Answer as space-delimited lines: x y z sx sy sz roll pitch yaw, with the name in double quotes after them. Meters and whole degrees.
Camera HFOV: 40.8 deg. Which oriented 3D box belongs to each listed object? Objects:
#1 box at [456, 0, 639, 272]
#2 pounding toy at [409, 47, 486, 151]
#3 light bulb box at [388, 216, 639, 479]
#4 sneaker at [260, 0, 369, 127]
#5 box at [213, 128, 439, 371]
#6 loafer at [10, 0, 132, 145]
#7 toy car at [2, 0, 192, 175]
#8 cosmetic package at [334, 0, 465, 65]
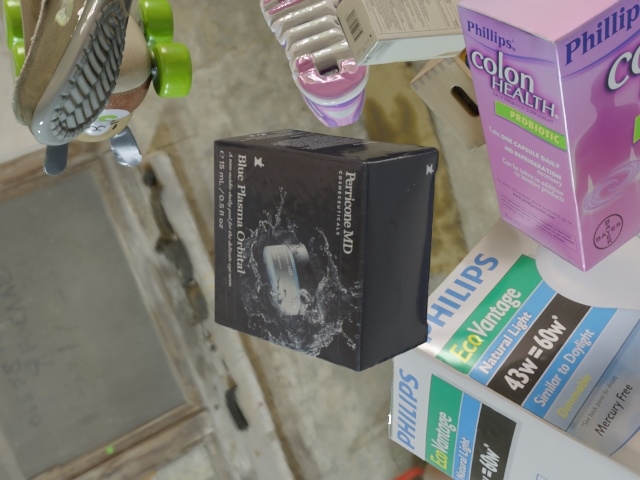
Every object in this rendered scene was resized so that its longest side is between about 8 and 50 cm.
0.256 -0.137 0.748 0.117 0.213 0.243 41 159 48 "box"
0.207 -0.187 1.007 0.141 0.130 0.100 46 141 -10 "pounding toy"
0.325 0.150 1.023 0.361 0.358 0.225 27 143 26 "light bulb box"
-0.004 -0.223 0.988 0.104 0.095 0.236 67 -175 -59 "sneaker"
0.000 0.000 0.672 0.158 0.093 0.156 13 108 39 "box"
-0.204 -0.194 0.701 0.094 0.087 0.251 98 -176 -69 "loafer"
-0.225 -0.134 0.852 0.188 0.155 0.149 108 148 -44 "toy car"
0.077 -0.193 0.762 0.041 0.115 0.060 -42 63 55 "cosmetic package"
